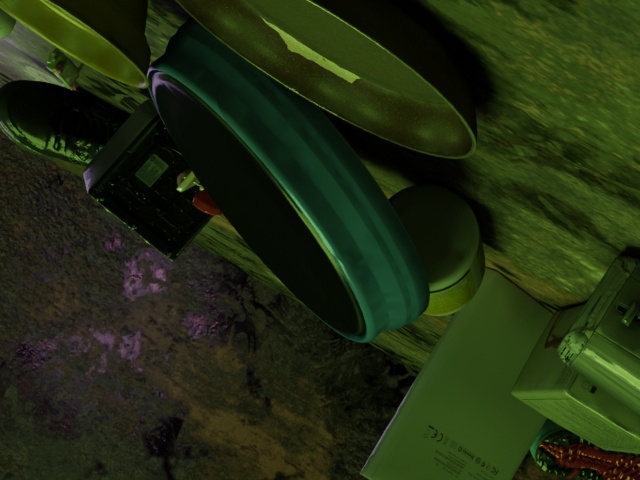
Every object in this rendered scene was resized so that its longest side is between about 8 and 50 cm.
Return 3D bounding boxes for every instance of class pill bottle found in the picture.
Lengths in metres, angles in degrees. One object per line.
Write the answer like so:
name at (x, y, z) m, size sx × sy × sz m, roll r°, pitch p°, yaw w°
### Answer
pill bottle at (0.126, 0.019, 1.778) m, size 0.119 × 0.119 × 0.208 m, roll 29°, pitch 172°, yaw 14°

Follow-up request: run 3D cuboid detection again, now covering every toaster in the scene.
toaster at (0.321, 0.102, 1.538) m, size 0.146 × 0.129 × 0.227 m, roll 34°, pitch 175°, yaw 9°
toaster at (-0.220, -0.095, 2.215) m, size 0.168 × 0.186 × 0.110 m, roll 40°, pitch -176°, yaw -27°

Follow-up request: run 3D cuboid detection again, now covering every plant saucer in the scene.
plant saucer at (0.004, -0.169, 1.296) m, size 0.310 × 0.050 × 0.310 m, roll 31°, pitch 174°, yaw 4°

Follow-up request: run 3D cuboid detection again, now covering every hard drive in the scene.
hard drive at (0.205, 0.215, 2.035) m, size 0.203 × 0.307 × 0.040 m, roll 36°, pitch 172°, yaw -32°

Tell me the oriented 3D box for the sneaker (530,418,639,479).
sneaker at (0.376, 0.271, 2.191) m, size 0.262 × 0.104 × 0.125 m, roll 28°, pitch -156°, yaw -41°

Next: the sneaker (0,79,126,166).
sneaker at (-0.364, -0.174, 2.551) m, size 0.341 × 0.125 × 0.139 m, roll 24°, pitch 166°, yaw -14°

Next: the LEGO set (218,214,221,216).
LEGO set at (-0.129, -0.051, 2.535) m, size 0.244 × 0.060 × 0.182 m, roll 17°, pitch 179°, yaw 8°

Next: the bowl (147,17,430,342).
bowl at (-0.042, -0.054, 1.636) m, size 0.391 × 0.077 × 0.391 m, roll 49°, pitch 168°, yaw 14°

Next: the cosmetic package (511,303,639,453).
cosmetic package at (0.341, 0.161, 1.838) m, size 0.153 × 0.129 × 0.296 m, roll 30°, pitch 172°, yaw -2°

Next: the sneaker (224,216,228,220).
sneaker at (0.000, 0.000, 2.165) m, size 0.290 × 0.123 × 0.106 m, roll 28°, pitch 170°, yaw 15°

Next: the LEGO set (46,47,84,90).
LEGO set at (-0.314, -0.258, 1.743) m, size 0.132 × 0.107 × 0.287 m, roll 26°, pitch 171°, yaw 34°

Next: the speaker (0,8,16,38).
speaker at (-0.465, -0.323, 2.126) m, size 0.055 × 0.055 × 0.136 m, roll 28°, pitch 173°, yaw 23°

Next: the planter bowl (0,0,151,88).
planter bowl at (-0.242, -0.249, 1.576) m, size 0.217 × 0.090 × 0.217 m, roll 30°, pitch 172°, yaw 4°

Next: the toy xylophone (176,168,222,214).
toy xylophone at (-0.037, -0.029, 1.997) m, size 0.322 × 0.081 × 0.236 m, roll 33°, pitch -160°, yaw 15°
